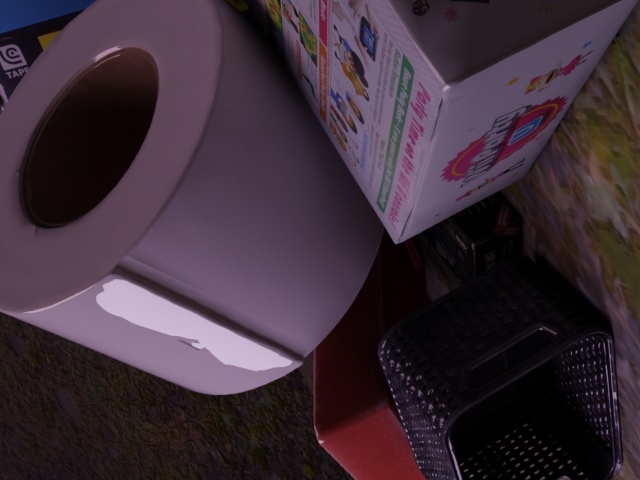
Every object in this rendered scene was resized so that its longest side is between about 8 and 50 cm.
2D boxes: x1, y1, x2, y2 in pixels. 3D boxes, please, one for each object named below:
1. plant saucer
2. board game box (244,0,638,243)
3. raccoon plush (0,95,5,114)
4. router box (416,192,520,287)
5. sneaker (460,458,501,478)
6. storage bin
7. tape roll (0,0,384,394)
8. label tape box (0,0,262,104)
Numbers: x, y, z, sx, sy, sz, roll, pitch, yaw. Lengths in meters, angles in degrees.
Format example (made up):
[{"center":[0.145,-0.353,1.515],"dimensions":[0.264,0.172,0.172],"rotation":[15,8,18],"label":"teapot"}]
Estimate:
[{"center":[0.051,0.069,0.774],"dimensions":[0.258,0.048,0.259],"rotation":[59,-152,-58],"label":"plant saucer"},{"center":[0.009,-0.172,0.486],"dimensions":[0.303,0.097,0.224],"rotation":[60,172,13],"label":"board game box"},{"center":[-0.268,-0.230,0.813],"dimensions":[0.216,0.446,0.299],"rotation":[39,-165,15],"label":"raccoon plush"},{"center":[0.091,-0.021,0.674],"dimensions":[0.122,0.038,0.092],"rotation":[56,169,33],"label":"router box"},{"center":[0.172,0.379,1.113],"dimensions":[0.114,0.152,0.305],"rotation":[44,163,55],"label":"sneaker"},{"center":[0.124,0.114,0.640],"dimensions":[0.084,0.122,0.180],"rotation":[52,167,46],"label":"storage bin"},{"center":[-0.098,-0.034,0.652],"dimensions":[0.169,0.246,0.246],"rotation":[33,-166,-44],"label":"tape roll"},{"center":[-0.127,-0.131,0.818],"dimensions":[0.115,0.249,0.347],"rotation":[-103,-4,-57],"label":"label tape box"}]
